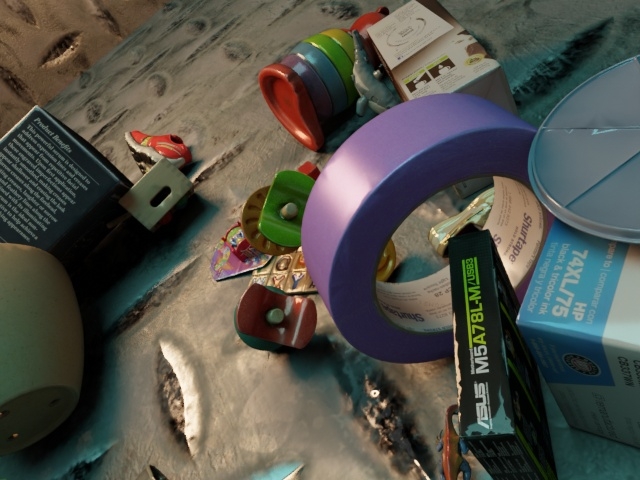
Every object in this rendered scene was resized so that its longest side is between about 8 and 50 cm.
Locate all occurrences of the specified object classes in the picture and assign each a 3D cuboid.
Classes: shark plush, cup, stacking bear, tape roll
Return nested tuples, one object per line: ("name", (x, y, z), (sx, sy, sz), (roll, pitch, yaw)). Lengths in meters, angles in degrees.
("shark plush", (0.098, -0.299, 0.963), (0.073, 0.161, 0.067), (-21, 12, -35))
("cup", (-0.528, 0.205, 0.878), (0.331, 0.331, 0.237), (-43, 65, -4))
("stacking bear", (0.039, -0.339, 1.047), (0.289, 0.175, 0.164), (-38, 45, -13))
("tape roll", (0.123, -0.004, 0.550), (0.275, 0.275, 0.090), (-36, 38, 4))

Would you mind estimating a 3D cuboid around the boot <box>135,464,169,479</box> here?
("boot", (-0.275, 0.374, 0.662), (0.189, 0.076, 0.208), (21, 74, 32))

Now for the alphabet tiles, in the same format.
("alphabet tiles", (0.000, 0.000, 0.857), (0.237, 0.009, 0.198), (-8, 48, 34))

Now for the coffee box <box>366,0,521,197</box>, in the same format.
("coffee box", (0.184, -0.228, 0.805), (0.119, 0.168, 0.297), (-29, 41, 13))

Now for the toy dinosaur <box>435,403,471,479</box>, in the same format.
("toy dinosaur", (0.133, 0.202, 0.514), (0.047, 0.090, 0.082), (-7, 79, 14))

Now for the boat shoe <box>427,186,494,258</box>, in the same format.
("boat shoe", (0.205, -0.022, 0.688), (0.135, 0.050, 0.045), (-37, 41, 19))

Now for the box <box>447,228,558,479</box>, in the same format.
("box", (0.162, 0.117, 0.471), (0.045, 0.191, 0.184), (-13, 46, 26))

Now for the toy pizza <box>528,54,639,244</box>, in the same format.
("toy pizza", (0.257, -0.071, 0.389), (0.201, 0.032, 0.201), (-22, 41, 21))

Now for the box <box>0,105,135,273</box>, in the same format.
("box", (-0.595, -0.036, 1.100), (0.395, 0.212, 0.293), (-47, 6, -7))

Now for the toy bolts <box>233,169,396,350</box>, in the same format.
("toy bolts", (-0.032, 0.051, 0.755), (0.228, 0.218, 0.158), (-70, 13, -16))

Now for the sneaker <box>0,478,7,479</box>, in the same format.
("sneaker", (-0.591, 0.435, 0.812), (0.240, 0.126, 0.091), (-40, 39, -2))

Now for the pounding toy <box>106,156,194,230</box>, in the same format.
("pounding toy", (-0.358, -0.066, 1.145), (0.181, 0.094, 0.206), (-48, 8, -10))

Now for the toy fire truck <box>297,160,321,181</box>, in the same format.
("toy fire truck", (0.054, -0.107, 0.874), (0.135, 0.047, 0.192), (-37, 34, -5))

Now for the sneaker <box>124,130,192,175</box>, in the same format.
("sneaker", (-0.400, -0.221, 1.339), (0.118, 0.107, 0.279), (-33, 38, -22))

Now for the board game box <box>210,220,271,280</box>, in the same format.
("board game box", (-0.137, -0.003, 0.940), (0.168, 0.033, 0.133), (-16, 44, 31))

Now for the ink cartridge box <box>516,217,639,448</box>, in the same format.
("ink cartridge box", (0.328, 0.055, 0.392), (0.270, 0.198, 0.197), (8, 57, 43))
